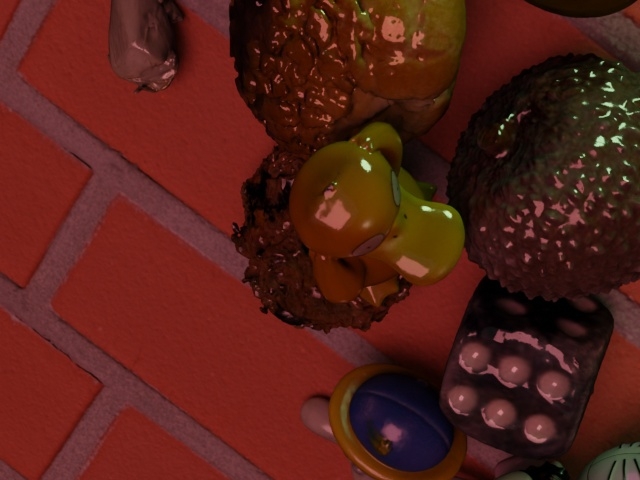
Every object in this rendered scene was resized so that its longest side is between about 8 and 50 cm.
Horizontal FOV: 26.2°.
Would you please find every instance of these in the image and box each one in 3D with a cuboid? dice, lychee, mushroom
[{"bbox_3d":[0.262,0.155,1.749,0.182,0.183,0.181,18,117,13],"label":"dice"},{"bbox_3d":[0.287,-0.066,1.602,0.300,0.300,0.300,7,113,16],"label":"lychee"},{"bbox_3d":[-0.238,-0.325,1.771,0.099,0.096,0.278,0,107,17],"label":"mushroom"}]

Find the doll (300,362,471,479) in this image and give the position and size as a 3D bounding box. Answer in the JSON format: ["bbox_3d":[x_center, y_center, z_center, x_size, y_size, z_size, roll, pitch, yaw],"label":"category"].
[{"bbox_3d":[0.120,0.298,1.841,0.311,0.159,0.242,33,138,-1],"label":"doll"}]

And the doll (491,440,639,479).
[{"bbox_3d":[0.374,0.366,1.733,0.310,0.284,0.240,-9,106,17],"label":"doll"}]

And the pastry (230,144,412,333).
[{"bbox_3d":[0.000,0.000,1.766,0.274,0.193,0.275,7,115,15],"label":"pastry"}]

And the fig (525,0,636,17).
[{"bbox_3d":[0.263,-0.345,1.535,0.225,0.203,0.203,-5,109,13],"label":"fig"}]

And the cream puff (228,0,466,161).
[{"bbox_3d":[0.016,-0.243,1.584,0.231,0.343,0.327,-4,107,-19],"label":"cream puff"}]

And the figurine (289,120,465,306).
[{"bbox_3d":[0.049,-0.026,1.546,0.215,0.228,0.215,0,91,-12],"label":"figurine"}]
